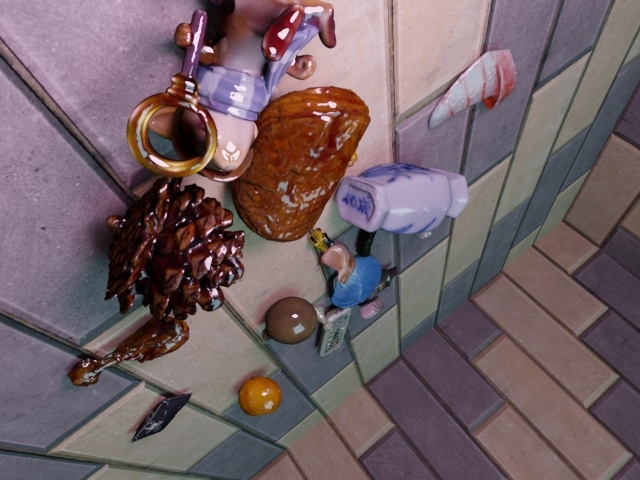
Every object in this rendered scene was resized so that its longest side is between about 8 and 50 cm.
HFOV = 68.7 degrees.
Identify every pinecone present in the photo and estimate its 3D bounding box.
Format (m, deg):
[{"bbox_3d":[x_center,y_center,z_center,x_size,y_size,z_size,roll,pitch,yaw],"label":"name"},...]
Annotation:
[{"bbox_3d":[-0.285,0.033,0.937,0.298,0.242,0.296,-54,148,9],"label":"pinecone"}]

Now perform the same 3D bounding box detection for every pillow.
[{"bbox_3d":[-0.542,0.600,1.599,0.208,0.055,0.141,-50,159,16],"label":"pillow"}]

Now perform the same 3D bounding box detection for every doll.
[{"bbox_3d":[-0.137,-0.254,0.757,0.318,0.209,0.339,2,131,-42],"label":"doll"}]

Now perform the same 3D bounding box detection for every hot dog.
[{"bbox_3d":[-0.046,-0.170,1.041,0.267,0.174,0.387,-6,136,-43],"label":"hot dog"}]

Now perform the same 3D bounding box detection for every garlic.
[{"bbox_3d":[0.064,0.075,1.603,0.124,0.099,0.174,-64,154,0],"label":"garlic"}]

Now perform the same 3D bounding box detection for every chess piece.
[{"bbox_3d":[0.009,0.311,1.834,0.067,0.103,0.067,-30,149,-20],"label":"chess piece"}]

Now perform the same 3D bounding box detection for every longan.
[{"bbox_3d":[-0.109,0.279,1.588,0.205,0.159,0.185,-30,152,6],"label":"longan"}]

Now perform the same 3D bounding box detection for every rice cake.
[{"bbox_3d":[0.233,0.291,2.047,0.073,0.056,0.365,-38,170,9],"label":"rice cake"}]

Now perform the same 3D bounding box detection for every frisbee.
[{"bbox_3d":[0.142,0.166,1.797,0.242,0.045,0.242,-17,127,-25],"label":"frisbee"}]

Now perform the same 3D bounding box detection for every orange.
[{"bbox_3d":[-0.244,0.631,1.898,0.178,0.155,0.177,2,165,1],"label":"orange"}]

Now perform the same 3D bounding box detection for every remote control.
[{"bbox_3d":[0.052,0.388,2.033,0.128,0.065,0.335,-29,149,-28],"label":"remote control"}]

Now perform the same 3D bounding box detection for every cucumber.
[{"bbox_3d":[0.166,-0.018,1.628,0.058,0.058,0.187,-24,146,-30],"label":"cucumber"}]

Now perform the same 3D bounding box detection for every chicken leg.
[{"bbox_3d":[-0.488,0.278,1.202,0.305,0.093,0.113,-22,129,-19],"label":"chicken leg"}]

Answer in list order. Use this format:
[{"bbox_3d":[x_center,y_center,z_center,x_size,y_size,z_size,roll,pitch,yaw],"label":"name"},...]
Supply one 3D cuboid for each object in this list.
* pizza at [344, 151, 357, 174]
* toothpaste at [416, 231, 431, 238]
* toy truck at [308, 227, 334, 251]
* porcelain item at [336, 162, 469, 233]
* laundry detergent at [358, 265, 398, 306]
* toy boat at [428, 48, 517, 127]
[{"bbox_3d":[0.045,-0.214,1.218,0.134,0.046,0.175,-25,147,-28],"label":"pizza"},{"bbox_3d":[0.396,-0.128,1.764,0.114,0.073,0.299,-31,143,-18],"label":"toothpaste"},{"bbox_3d":[0.000,0.000,1.453,0.054,0.049,0.083,-44,153,5],"label":"toy truck"},{"bbox_3d":[0.251,-0.132,1.399,0.405,0.243,0.178,-9,116,-39],"label":"porcelain item"},{"bbox_3d":[0.240,0.184,1.982,0.222,0.078,0.144,-32,152,-22],"label":"laundry detergent"},{"bbox_3d":[0.438,-0.439,1.387,0.282,0.096,0.206,-29,145,1],"label":"toy boat"}]
